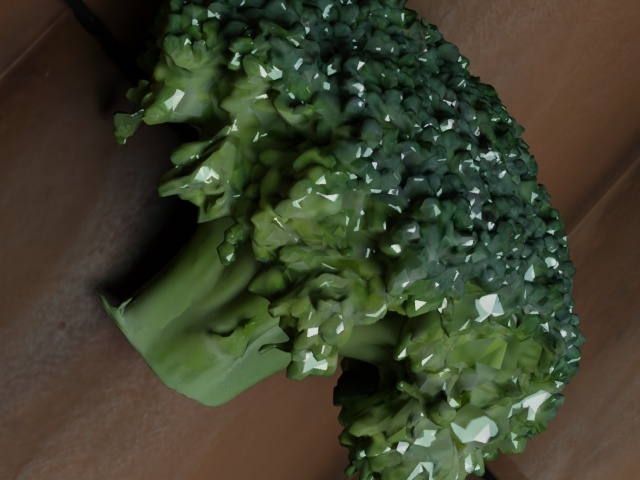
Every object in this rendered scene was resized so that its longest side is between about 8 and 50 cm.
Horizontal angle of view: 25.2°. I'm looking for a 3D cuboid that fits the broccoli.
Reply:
[{"bbox_3d":[0.025,-0.002,0.931,0.338,0.277,0.317,4,131,-29],"label":"broccoli"}]
